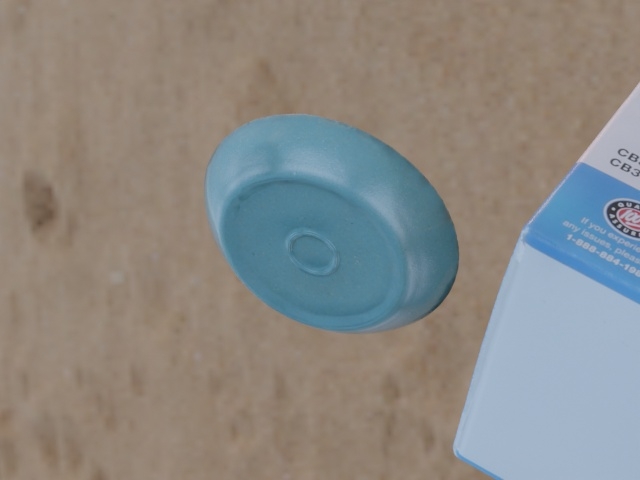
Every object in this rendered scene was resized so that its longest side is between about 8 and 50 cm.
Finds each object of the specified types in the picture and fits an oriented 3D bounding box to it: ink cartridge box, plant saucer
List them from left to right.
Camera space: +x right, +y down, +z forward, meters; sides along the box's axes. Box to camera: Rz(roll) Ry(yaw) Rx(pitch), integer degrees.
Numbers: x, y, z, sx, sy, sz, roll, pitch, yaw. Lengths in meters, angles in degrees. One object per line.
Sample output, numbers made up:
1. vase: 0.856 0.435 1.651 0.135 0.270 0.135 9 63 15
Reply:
1. plant saucer: 0.000 0.000 0.829 0.021 0.119 0.119 -59 0 -43
2. ink cartridge box: 0.236 0.023 1.063 0.198 0.270 0.197 28 140 16
